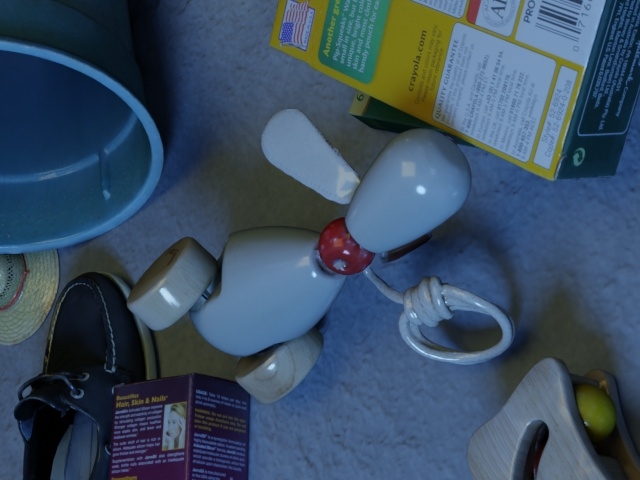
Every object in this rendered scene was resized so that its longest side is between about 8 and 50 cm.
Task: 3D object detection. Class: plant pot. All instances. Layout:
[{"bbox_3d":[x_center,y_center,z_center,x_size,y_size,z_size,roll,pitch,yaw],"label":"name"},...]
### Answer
[{"bbox_3d":[-0.334,-0.215,1.325,0.341,0.341,0.334,-28,50,30],"label":"plant pot"}]

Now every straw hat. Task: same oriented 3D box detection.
[{"bbox_3d":[-0.354,0.039,1.408,0.144,0.061,0.144,-14,66,35],"label":"straw hat"}]

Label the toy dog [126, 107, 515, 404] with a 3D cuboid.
[{"bbox_3d":[0.000,0.000,1.064,0.333,0.220,0.161,-15,34,28],"label":"toy dog"}]

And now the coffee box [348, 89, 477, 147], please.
[{"bbox_3d":[0.116,-0.140,1.089,0.184,0.040,0.113,17,87,42],"label":"coffee box"}]

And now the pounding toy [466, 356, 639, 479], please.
[{"bbox_3d":[0.181,0.202,0.840,0.154,0.155,0.270,-35,55,31],"label":"pounding toy"}]

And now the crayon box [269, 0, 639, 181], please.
[{"bbox_3d":[0.109,-0.198,0.992,0.323,0.083,0.203,31,116,40],"label":"crayon box"}]

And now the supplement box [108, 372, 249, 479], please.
[{"bbox_3d":[-0.127,0.220,1.141,0.104,0.081,0.188,-13,67,37],"label":"supplement box"}]

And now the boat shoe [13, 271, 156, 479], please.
[{"bbox_3d":[-0.240,0.180,1.227,0.127,0.113,0.340,-16,65,36],"label":"boat shoe"}]
